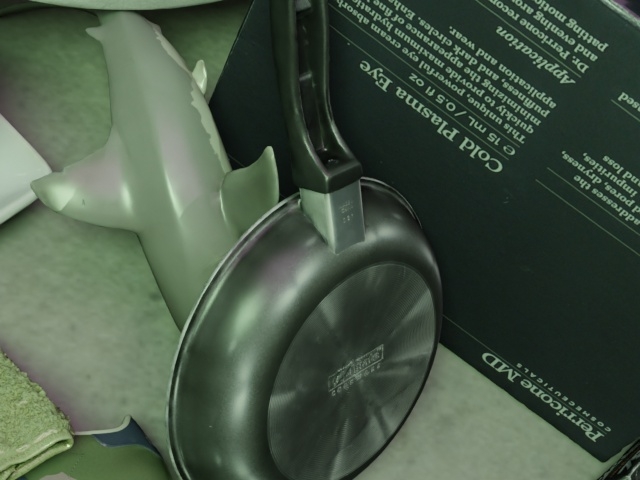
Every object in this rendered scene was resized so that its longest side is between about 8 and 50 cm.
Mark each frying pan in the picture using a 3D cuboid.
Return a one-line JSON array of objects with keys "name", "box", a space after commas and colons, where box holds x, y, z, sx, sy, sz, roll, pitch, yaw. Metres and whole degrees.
[{"name": "frying pan", "box": [0.019, 0.002, 0.661, 0.053, 0.326, 0.197, 27, 17, 37]}]

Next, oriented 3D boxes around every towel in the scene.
[{"name": "towel", "box": [-0.202, 0.084, 0.639, 0.110, 0.027, 0.148, -28, 43, -31]}]

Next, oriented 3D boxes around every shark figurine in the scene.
[{"name": "shark figurine", "box": [-0.114, -0.058, 0.707, 0.116, 0.166, 0.278, -17, 70, -22]}]

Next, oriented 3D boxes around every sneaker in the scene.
[{"name": "sneaker", "box": [-0.170, 0.135, 0.649, 0.192, 0.064, 0.086, -5, 50, -17]}]

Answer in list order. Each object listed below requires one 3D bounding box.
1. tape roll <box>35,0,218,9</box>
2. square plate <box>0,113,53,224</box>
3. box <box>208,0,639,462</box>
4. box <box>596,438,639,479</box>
[{"name": "tape roll", "box": [-0.161, -0.296, 0.811, 0.392, 0.072, 0.392, 10, 46, -11]}, {"name": "square plate", "box": [-0.384, -0.055, 0.671, 0.344, 0.049, 0.347, 46, 58, 7]}, {"name": "box", "box": [0.136, -0.082, 0.722, 0.343, 0.312, 0.179, 37, 57, 1]}, {"name": "box", "box": [0.355, 0.194, 0.801, 0.293, 0.073, 0.295, -33, 79, -30]}]
